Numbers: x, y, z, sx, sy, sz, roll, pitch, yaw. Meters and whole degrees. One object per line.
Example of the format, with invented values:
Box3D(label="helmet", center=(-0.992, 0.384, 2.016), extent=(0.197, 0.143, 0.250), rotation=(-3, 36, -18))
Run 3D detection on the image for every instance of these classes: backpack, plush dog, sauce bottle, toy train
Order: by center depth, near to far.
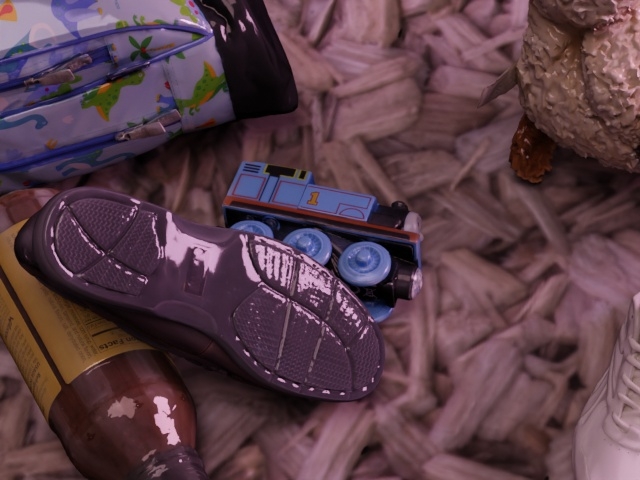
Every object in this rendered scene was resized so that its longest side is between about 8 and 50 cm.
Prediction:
Box3D(label="sauce bottle", center=(-0.169, 0.111, 1.246), extent=(0.111, 0.111, 0.344), rotation=(-28, 60, -9))
Box3D(label="plush dog", center=(0.276, -0.108, 1.270), extent=(0.225, 0.262, 0.210), rotation=(30, 101, 34))
Box3D(label="toy train", center=(0.000, 0.000, 1.308), extent=(0.184, 0.080, 0.105), rotation=(10, 55, 15))
Box3D(label="backpack", center=(-0.242, -0.185, 1.379), extent=(0.356, 0.273, 0.290), rotation=(-25, 64, 8))

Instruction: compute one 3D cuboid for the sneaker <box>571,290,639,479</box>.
Box3D(label="sneaker", center=(0.243, 0.097, 1.186), extent=(0.090, 0.115, 0.232), rotation=(14, 62, 17))

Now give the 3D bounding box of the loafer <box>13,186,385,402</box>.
Box3D(label="loafer", center=(-0.091, 0.042, 1.222), extent=(0.302, 0.095, 0.109), rotation=(25, 70, -26))
